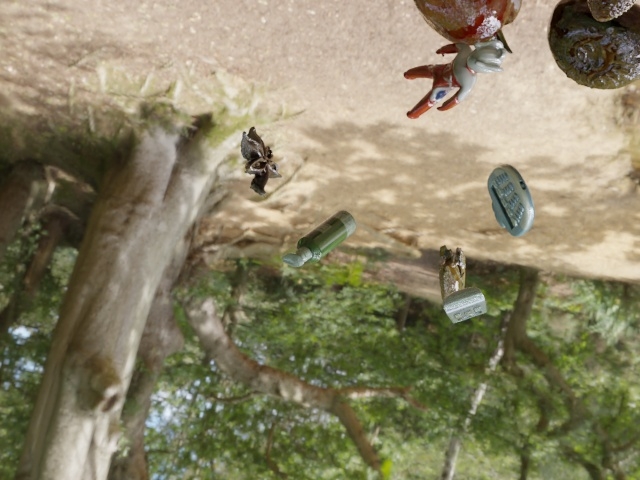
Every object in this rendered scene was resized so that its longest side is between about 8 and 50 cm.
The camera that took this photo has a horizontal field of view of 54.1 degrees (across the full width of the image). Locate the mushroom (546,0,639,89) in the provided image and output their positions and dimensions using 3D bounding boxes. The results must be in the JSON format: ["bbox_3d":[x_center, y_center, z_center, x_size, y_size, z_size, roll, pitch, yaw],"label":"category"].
[{"bbox_3d":[0.717,-0.517,1.595,0.297,0.163,0.278,28,139,31],"label":"mushroom"}]

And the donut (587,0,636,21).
[{"bbox_3d":[0.592,-0.521,1.240,0.144,0.126,0.187,30,178,-25],"label":"donut"}]

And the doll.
[{"bbox_3d":[0.367,-0.462,1.746,0.099,0.188,0.384,-1,177,-28],"label":"doll"}]

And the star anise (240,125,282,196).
[{"bbox_3d":[-0.170,-0.218,1.678,0.063,0.171,0.208,-17,-162,17],"label":"star anise"}]

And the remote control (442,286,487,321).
[{"bbox_3d":[0.231,0.103,0.995,0.065,0.029,0.166,-22,162,10],"label":"remote control"}]

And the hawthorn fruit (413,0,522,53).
[{"bbox_3d":[0.429,-0.672,1.759,0.369,0.285,0.285,51,175,1],"label":"hawthorn fruit"}]

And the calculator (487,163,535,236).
[{"bbox_3d":[0.505,-0.104,1.672,0.042,0.188,0.302,-24,168,2],"label":"calculator"}]

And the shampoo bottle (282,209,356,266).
[{"bbox_3d":[0.000,0.000,1.331,0.065,0.065,0.204,13,-149,29],"label":"shampoo bottle"}]

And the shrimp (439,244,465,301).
[{"bbox_3d":[0.304,0.079,1.444,0.052,0.132,0.187,4,136,20],"label":"shrimp"}]
